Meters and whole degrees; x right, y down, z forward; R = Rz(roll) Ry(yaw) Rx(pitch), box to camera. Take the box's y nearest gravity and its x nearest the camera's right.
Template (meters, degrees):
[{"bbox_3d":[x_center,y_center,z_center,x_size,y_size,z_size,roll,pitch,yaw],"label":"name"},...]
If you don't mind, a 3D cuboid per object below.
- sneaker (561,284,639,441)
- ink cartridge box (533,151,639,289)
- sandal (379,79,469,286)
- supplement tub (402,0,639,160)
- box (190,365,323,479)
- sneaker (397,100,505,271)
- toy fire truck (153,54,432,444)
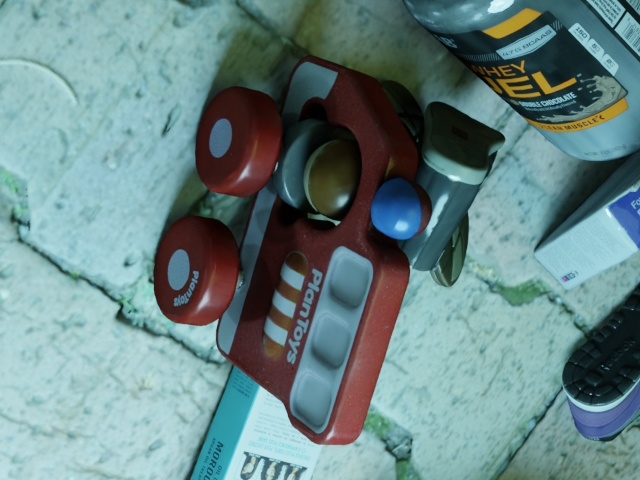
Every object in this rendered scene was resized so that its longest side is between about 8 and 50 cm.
[{"bbox_3d":[0.407,0.131,1.673,0.283,0.107,0.124,-35,139,-14],"label":"sneaker"},{"bbox_3d":[0.391,-0.099,1.434,0.324,0.330,0.071,-43,88,-12],"label":"ink cartridge box"},{"bbox_3d":[0.088,-0.055,1.384,0.090,0.060,0.219,-50,118,-44],"label":"sandal"},{"bbox_3d":[0.212,-0.237,1.304,0.338,0.207,0.207,35,87,-38],"label":"supplement tub"},{"bbox_3d":[-0.066,0.228,1.375,0.100,0.060,0.244,21,91,-33],"label":"box"},{"bbox_3d":[0.110,-0.056,1.315,0.083,0.222,0.118,28,111,4],"label":"sneaker"},{"bbox_3d":[0.000,0.000,1.222,0.169,0.254,0.302,11,102,-37],"label":"toy fire truck"}]
